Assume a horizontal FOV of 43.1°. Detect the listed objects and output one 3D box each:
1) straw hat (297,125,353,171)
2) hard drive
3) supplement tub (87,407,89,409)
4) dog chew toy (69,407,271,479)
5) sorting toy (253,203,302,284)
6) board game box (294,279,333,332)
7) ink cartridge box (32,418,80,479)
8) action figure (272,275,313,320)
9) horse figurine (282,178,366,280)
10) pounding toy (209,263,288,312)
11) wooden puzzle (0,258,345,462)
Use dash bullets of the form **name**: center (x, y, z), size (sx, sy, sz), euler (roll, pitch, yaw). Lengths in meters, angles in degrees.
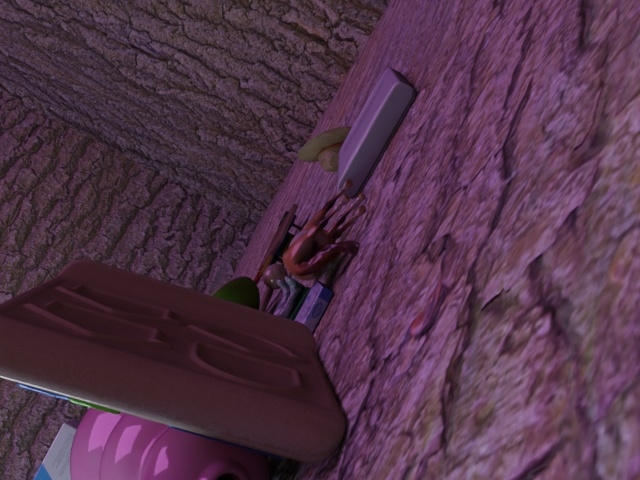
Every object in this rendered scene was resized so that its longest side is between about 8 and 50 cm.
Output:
- **straw hat**: center (0.028, -0.176, 1.707), size (0.144, 0.144, 0.061), euler (-51, 54, 58)
- **hard drive**: center (0.091, -0.200, 1.436), size (0.203, 0.040, 0.307), euler (-60, 7, 15)
- **supplement tub**: center (-0.316, 0.305, 1.589), size (0.191, 0.191, 0.272), euler (-62, -11, 4)
- **dog chew toy**: center (-0.158, 0.251, 0.901), size (0.332, 0.207, 0.206), euler (-16, 45, 62)
- **sorting toy**: center (-0.089, 0.008, 1.927), size (0.132, 0.046, 0.274), euler (-55, 9, 45)
- **board game box**: center (-0.015, 0.102, 1.124), size (0.090, 0.020, 0.090), euler (-61, 7, 1)
- **ink cartridge box**: center (-0.478, 0.541, 1.780), size (0.198, 0.270, 0.197), euler (-64, 5, -14)
- **action figure**: center (-0.084, 0.170, 1.228), size (0.232, 0.063, 0.137), euler (-68, 11, -16)
- **horse figurine**: center (0.000, 0.000, 1.199), size (0.174, 0.066, 0.263), euler (-50, 7, 11)
- **pounding toy**: center (-0.147, 0.166, 1.633), size (0.237, 0.110, 0.183), euler (-29, -30, -41)
- **wooden puzzle**: center (-0.151, 0.123, 0.826), size (0.348, 0.322, 0.080), euler (-115, 43, -81)
